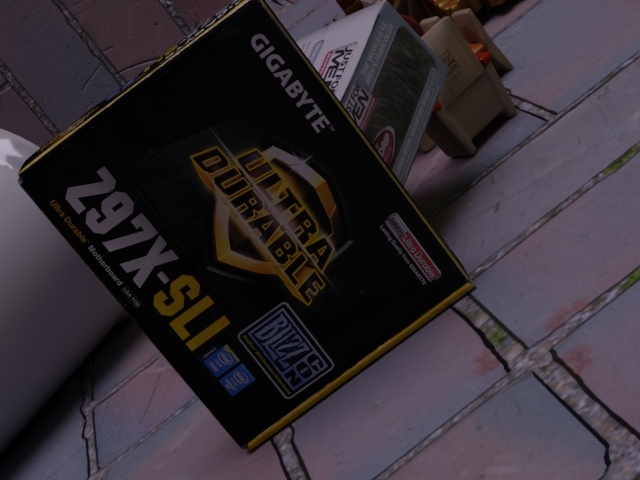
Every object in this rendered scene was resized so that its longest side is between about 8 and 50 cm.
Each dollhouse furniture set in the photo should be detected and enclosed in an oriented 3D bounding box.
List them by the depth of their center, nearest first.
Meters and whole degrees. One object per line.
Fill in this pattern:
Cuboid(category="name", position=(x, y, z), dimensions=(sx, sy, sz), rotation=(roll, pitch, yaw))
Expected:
Cuboid(category="dollhouse furniture set", position=(0.099, -0.171, 1.607), dimensions=(0.262, 0.135, 0.259), rotation=(-44, 18, -18))

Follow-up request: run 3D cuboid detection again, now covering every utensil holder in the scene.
Cuboid(category="utensil holder", position=(-0.459, 0.102, 1.707), dimensions=(0.327, 0.327, 0.385), rotation=(-14, 30, 52))

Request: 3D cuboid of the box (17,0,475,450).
Cuboid(category="box", position=(-0.062, -0.015, 1.222), dimensions=(0.257, 0.322, 0.079), rotation=(-36, 16, 6))

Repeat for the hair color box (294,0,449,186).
Cuboid(category="hair color box", position=(-0.060, -0.097, 1.473), dimensions=(0.374, 0.113, 0.185), rotation=(-17, 40, 44))

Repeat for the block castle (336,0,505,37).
Cuboid(category="block castle", position=(0.176, -0.462, 1.896), dimensions=(0.453, 0.303, 0.213), rotation=(-39, 31, -1))
